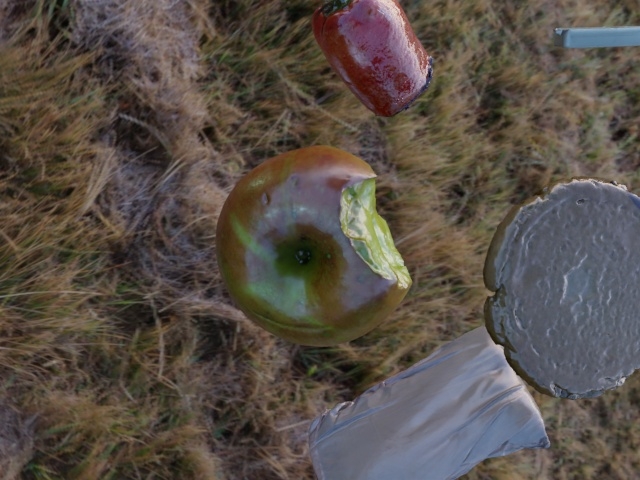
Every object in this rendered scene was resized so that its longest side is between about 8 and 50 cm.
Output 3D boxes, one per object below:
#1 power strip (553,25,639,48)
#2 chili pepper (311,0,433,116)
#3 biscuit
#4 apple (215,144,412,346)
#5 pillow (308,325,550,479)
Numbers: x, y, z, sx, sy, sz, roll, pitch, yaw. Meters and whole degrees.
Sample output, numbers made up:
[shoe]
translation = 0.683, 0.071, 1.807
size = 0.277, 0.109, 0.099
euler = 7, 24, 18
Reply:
[power strip]
translation = 0.234, -0.164, 0.606
size = 0.090, 0.040, 0.016
euler = -1, 107, 4
[chili pepper]
translation = 0.037, -0.212, 0.747
size = 0.192, 0.084, 0.086
euler = 45, 71, -37
[biscuit]
translation = 0.249, 0.045, 0.720
size = 0.226, 0.042, 0.225
euler = -2, 97, -21
[apple]
translation = 0.000, 0.000, 0.924
size = 0.246, 0.246, 0.226
euler = 63, 21, -9
[pillow]
translation = 0.117, 0.212, 0.834
size = 0.270, 0.173, 0.067
euler = -27, 134, -8
